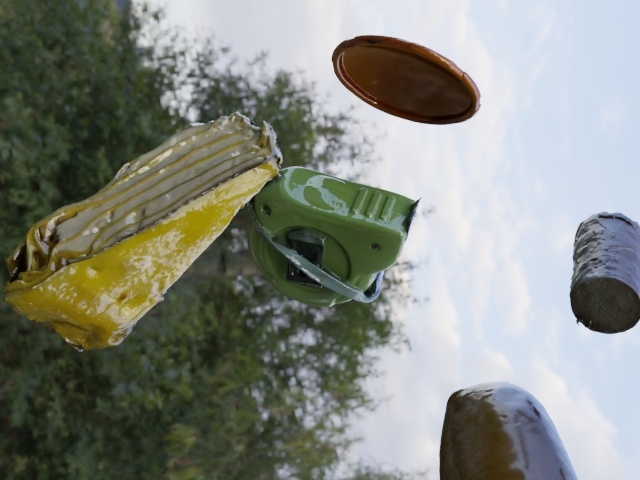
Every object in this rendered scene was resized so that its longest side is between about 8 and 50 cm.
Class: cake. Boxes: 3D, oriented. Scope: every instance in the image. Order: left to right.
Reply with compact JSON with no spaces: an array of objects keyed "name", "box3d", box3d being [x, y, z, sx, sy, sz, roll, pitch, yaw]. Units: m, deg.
[{"name":"cake","box3d":[-0.119,-0.020,0.625,0.116,0.185,0.080,26,23,-51]}]

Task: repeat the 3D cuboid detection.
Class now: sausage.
[{"name":"sausage","box3d":[0.151,0.287,0.758,0.501,0.136,0.123,-78,163,-53]}]

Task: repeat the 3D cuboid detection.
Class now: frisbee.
[{"name":"frisbee","box3d":[0.107,-0.201,1.255,0.192,0.192,0.035,119,-7,-73]}]

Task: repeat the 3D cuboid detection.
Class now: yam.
[{"name":"yam","box3d":[0.291,0.030,1.042,0.141,0.079,0.079,-64,154,-55]}]

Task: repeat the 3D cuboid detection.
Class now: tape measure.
[{"name":"tape measure","box3d":[0.000,0.000,1.212,0.106,0.200,0.175,-68,173,-49]}]
